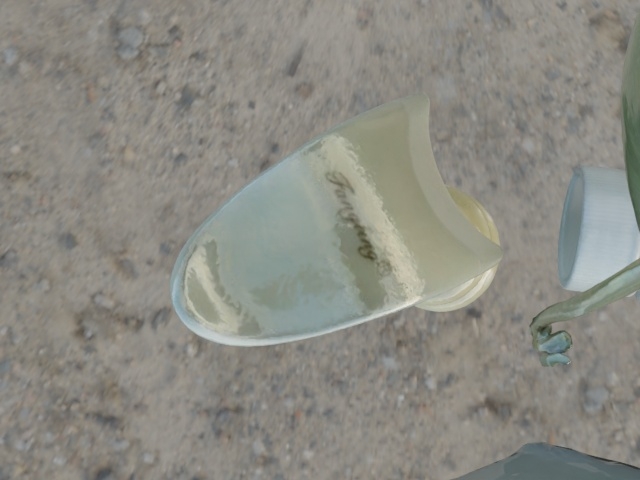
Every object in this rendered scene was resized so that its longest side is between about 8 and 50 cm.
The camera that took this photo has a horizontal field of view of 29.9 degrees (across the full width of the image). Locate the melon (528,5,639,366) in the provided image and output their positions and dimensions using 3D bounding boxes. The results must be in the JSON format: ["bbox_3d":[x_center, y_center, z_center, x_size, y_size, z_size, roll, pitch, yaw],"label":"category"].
[{"bbox_3d":[0.258,-0.058,0.468,0.272,0.308,0.272,33,144,28],"label":"melon"}]

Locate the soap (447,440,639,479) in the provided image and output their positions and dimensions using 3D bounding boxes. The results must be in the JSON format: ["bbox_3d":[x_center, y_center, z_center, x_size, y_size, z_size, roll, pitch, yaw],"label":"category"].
[{"bbox_3d":[0.061,0.254,0.321,0.350,0.435,0.213,14,113,29],"label":"soap"}]

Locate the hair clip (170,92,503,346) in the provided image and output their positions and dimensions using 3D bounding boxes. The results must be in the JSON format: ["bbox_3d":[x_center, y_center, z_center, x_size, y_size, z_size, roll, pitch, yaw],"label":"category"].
[{"bbox_3d":[0.007,-0.004,1.018,0.282,0.113,0.172,-25,89,-4],"label":"hair clip"}]

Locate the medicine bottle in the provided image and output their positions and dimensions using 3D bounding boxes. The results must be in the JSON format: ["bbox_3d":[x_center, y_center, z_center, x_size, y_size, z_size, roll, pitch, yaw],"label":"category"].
[{"bbox_3d":[0.368,0.002,1.177,0.252,0.144,0.144,8,113,-1],"label":"medicine bottle"}]

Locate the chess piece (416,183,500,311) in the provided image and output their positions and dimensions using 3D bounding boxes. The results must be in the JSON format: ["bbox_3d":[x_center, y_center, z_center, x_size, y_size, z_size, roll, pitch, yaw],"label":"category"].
[{"bbox_3d":[0.112,-0.008,1.461,0.167,0.299,0.167,-3,81,20],"label":"chess piece"}]
